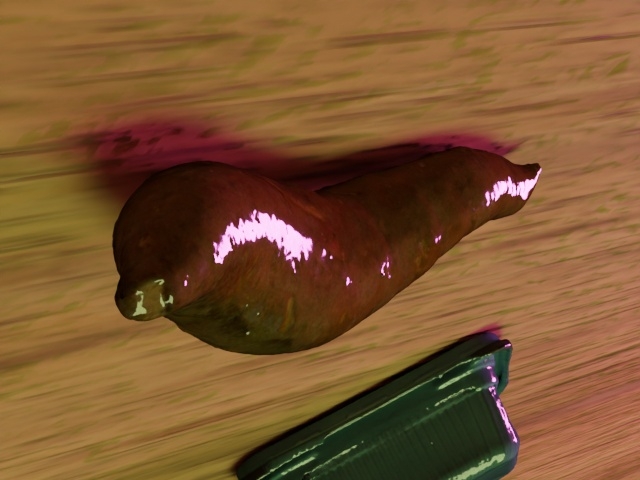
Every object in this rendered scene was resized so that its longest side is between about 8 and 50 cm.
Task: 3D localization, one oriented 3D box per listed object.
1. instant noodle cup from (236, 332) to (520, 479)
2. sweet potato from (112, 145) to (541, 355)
[{"bbox_3d":[0.048,0.135,0.884,0.179,0.070,0.157,-29,163,-2],"label":"instant noodle cup"},{"bbox_3d":[0.000,0.001,0.490,0.249,0.059,0.069,-9,141,-54],"label":"sweet potato"}]
